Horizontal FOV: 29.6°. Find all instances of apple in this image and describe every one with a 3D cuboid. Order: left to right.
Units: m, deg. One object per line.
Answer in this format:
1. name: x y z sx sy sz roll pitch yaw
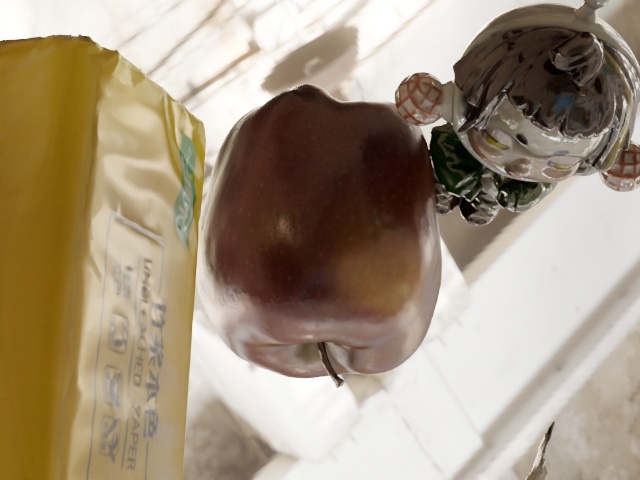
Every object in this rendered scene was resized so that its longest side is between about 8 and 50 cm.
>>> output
1. apple: 0.000 0.000 1.335 0.288 0.288 0.317 -8 -110 41

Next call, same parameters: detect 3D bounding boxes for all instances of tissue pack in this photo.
1. tissue pack: -0.247 0.081 0.818 0.293 0.228 0.382 -3 -104 18

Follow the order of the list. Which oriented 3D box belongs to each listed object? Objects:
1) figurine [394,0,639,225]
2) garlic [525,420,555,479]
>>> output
1. figurine: 0.209 -0.123 1.278 0.370 0.281 0.167 121 -16 -63
2. garlic: 0.034 0.304 0.836 0.231 0.246 0.340 8 -146 22
